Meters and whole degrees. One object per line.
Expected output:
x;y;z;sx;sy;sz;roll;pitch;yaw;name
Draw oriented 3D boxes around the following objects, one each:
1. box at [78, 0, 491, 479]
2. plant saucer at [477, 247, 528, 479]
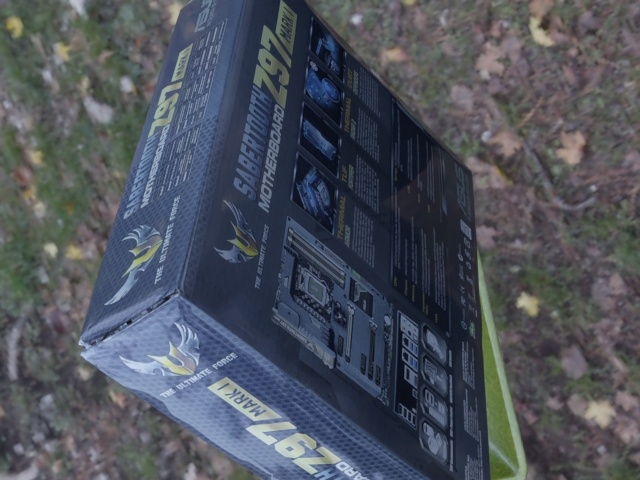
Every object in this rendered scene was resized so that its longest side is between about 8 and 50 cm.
0.000;0.000;0.469;0.059;0.232;0.183;-30;126;29;box
0.038;0.100;0.743;0.045;0.189;0.188;-79;-25;-74;plant saucer
